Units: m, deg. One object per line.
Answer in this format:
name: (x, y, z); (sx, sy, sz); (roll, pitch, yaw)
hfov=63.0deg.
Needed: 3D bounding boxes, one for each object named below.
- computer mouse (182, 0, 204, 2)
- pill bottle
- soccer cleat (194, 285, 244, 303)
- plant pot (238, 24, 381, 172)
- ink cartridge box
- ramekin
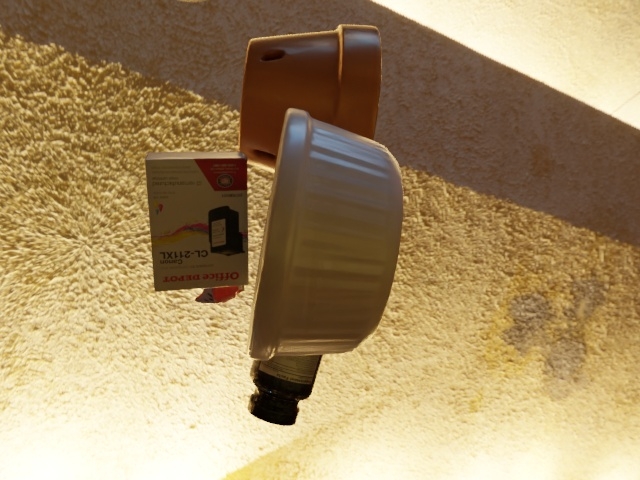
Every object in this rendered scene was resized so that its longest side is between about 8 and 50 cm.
computer mouse: (-0.155, -0.450, 0.803); (0.188, 0.072, 0.272); (29, -112, 12)
pill bottle: (-0.057, 0.210, 0.941); (0.122, 0.123, 0.219); (18, -92, -23)
soccer cleat: (-0.207, -0.002, 0.991); (0.095, 0.083, 0.248); (-11, -103, -4)
plant pot: (-0.029, -0.225, 0.887); (0.203, 0.291, 0.291); (7, -93, -7)
ink cartridge box: (-0.161, -0.027, 0.696); (0.127, 0.072, 0.175); (-4, -73, -15)
ramekin: (0.000, 0.000, 0.580); (0.127, 0.273, 0.273); (9, -94, -7)
